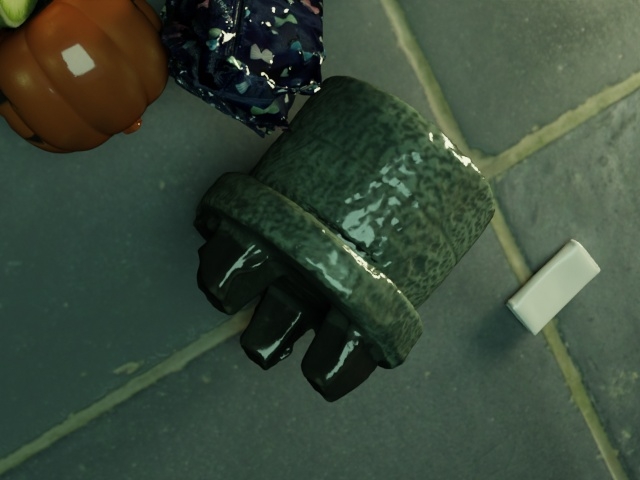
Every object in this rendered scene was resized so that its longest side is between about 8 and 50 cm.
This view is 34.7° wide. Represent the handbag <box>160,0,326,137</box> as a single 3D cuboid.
[{"bbox_3d":[-0.082,-0.220,1.052,0.162,0.260,0.113,28,126,-26],"label":"handbag"}]

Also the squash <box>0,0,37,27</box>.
[{"bbox_3d":[-0.447,-0.328,0.884,0.384,0.263,0.263,4,100,-2],"label":"squash"}]

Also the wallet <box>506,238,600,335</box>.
[{"bbox_3d":[0.298,0.059,1.309,0.122,0.025,0.061,-44,106,-4],"label":"wallet"}]

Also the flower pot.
[{"bbox_3d":[0.000,0.000,1.103,0.299,0.299,0.283,41,78,-18],"label":"flower pot"}]

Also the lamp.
[{"bbox_3d":[-0.239,-0.173,1.037,0.187,0.187,0.164,-41,117,-4],"label":"lamp"}]
